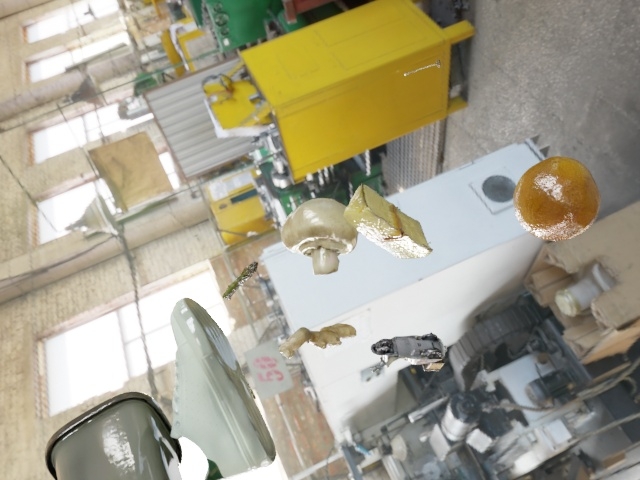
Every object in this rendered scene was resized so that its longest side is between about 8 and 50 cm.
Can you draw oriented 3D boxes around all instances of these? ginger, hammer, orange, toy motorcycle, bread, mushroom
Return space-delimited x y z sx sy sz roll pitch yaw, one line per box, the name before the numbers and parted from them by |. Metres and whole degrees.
ginger | 0.001 0.275 1.517 0.089 0.288 0.075 41 116 31
hammer | 0.337 -0.570 1.789 0.014 0.123 0.029 -83 -27 -48
orange | 0.719 -0.130 1.643 0.264 0.264 0.264 156 90 -83
toy motorcycle | 0.284 0.368 1.760 0.157 0.263 0.090 105 164 -47
bread | 0.207 -0.055 1.460 0.240 0.135 0.178 33 166 -19
mushroom | 0.000 0.000 1.684 0.260 0.254 0.234 37 -130 -59

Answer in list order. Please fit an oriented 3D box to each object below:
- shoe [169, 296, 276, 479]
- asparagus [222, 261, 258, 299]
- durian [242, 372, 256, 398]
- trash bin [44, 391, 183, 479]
shoe | -0.233 0.297 1.051 0.362 0.160 0.132 63 -179 2
asparagus | -0.239 0.121 1.626 0.036 0.165 0.030 34 -157 -27
durian | -0.296 0.458 1.609 0.193 0.138 0.237 61 156 5
trash bin | -0.344 0.448 0.963 0.250 0.220 0.219 37 153 53
